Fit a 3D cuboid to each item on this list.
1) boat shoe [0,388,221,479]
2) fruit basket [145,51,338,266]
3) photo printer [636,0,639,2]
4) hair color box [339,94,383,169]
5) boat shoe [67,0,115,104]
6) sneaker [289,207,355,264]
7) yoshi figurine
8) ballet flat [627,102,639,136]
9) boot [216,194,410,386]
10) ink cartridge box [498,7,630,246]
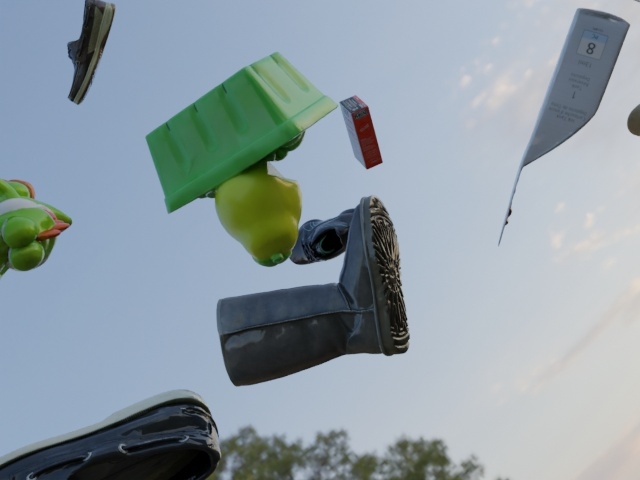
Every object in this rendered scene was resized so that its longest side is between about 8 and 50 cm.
[{"bbox_3d":[-0.257,0.282,0.935,0.340,0.113,0.127,-22,-59,-17],"label":"boat shoe"},{"bbox_3d":[-0.133,-0.141,1.794,0.392,0.392,0.283,-62,-8,31],"label":"fruit basket"},{"bbox_3d":[0.366,-0.299,0.774,0.307,0.256,0.107,111,178,-78],"label":"photo printer"},{"bbox_3d":[0.087,-0.229,1.872,0.043,0.072,0.141,-25,-54,-8],"label":"hair color box"},{"bbox_3d":[-0.332,-0.267,1.239,0.049,0.056,0.152,19,-96,-15],"label":"boat shoe"},{"bbox_3d":[0.000,0.000,2.003,0.267,0.101,0.106,-28,6,46],"label":"sneaker"},{"bbox_3d":[-0.552,-0.013,1.471,0.203,0.362,0.203,43,-98,-22],"label":"yoshi figurine"},{"bbox_3d":[0.684,-0.238,1.604,0.248,0.086,0.086,-16,-35,-9],"label":"ballet flat"},{"bbox_3d":[-0.016,0.058,0.971,0.208,0.189,0.076,-10,-13,28],"label":"boot"},{"bbox_3d":[0.402,-0.186,1.475,0.308,0.091,0.385,-39,-34,-71],"label":"ink cartridge box"}]
